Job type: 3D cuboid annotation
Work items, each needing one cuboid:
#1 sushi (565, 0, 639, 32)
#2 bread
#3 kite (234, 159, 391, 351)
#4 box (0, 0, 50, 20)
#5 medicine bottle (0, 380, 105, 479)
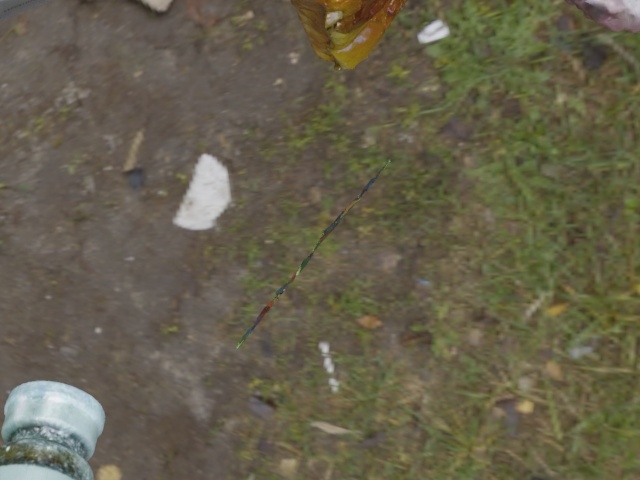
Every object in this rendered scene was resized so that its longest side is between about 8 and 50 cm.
[{"bbox_3d":[0.217,-0.243,0.798,0.161,0.107,0.241,32,104,1],"label":"sushi"},{"bbox_3d":[0.039,-0.287,1.441,0.109,0.380,0.185,14,87,7],"label":"bread"},{"bbox_3d":[0.000,0.000,0.603,0.004,0.122,0.090,39,33,-1],"label":"kite"},{"bbox_3d":[-0.383,-0.341,1.745,0.243,0.103,0.055,-27,88,-19],"label":"box"},{"bbox_3d":[-0.132,0.150,0.562,0.051,0.051,0.191,27,44,-22],"label":"medicine bottle"}]
